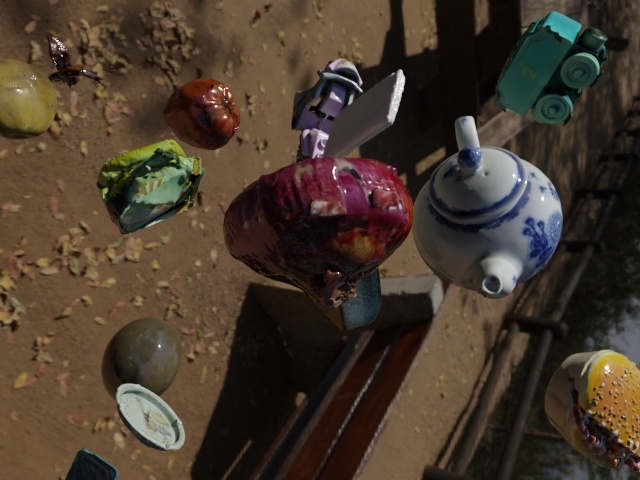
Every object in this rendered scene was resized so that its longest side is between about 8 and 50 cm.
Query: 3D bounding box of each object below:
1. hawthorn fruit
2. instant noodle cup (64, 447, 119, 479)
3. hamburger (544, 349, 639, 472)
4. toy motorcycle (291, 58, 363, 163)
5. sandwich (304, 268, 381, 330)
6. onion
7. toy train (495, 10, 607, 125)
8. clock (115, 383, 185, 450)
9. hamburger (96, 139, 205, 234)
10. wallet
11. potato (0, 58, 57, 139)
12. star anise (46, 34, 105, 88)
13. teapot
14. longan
[{"bbox_3d":[-0.286,-0.298,1.376,0.173,0.179,0.173,10,90,-87],"label":"hawthorn fruit"},{"bbox_3d":[-0.693,0.737,1.755,0.179,0.157,0.070,-66,157,0],"label":"instant noodle cup"},{"bbox_3d":[0.616,0.362,1.234,0.295,0.151,0.227,33,78,-25],"label":"hamburger"},{"bbox_3d":[0.012,-0.320,1.440,0.143,0.188,0.326,21,72,-23],"label":"toy motorcycle"},{"bbox_3d":[0.034,0.023,1.033,0.108,0.220,0.185,-9,126,-29],"label":"sandwich"},{"bbox_3d":[0.000,0.000,0.683,0.230,0.230,0.163,15,69,-57],"label":"onion"},{"bbox_3d":[0.441,-0.327,1.114,0.112,0.163,0.203,-50,168,-41],"label":"toy train"},{"bbox_3d":[-0.472,0.489,1.571,0.053,0.236,0.236,-49,141,1],"label":"clock"},{"bbox_3d":[-0.332,-0.120,1.132,0.214,0.125,0.235,-37,162,-18],"label":"hamburger"},{"bbox_3d":[0.071,-0.200,0.957,0.032,0.183,0.124,33,55,-24],"label":"wallet"},{"bbox_3d":[-0.562,-0.263,1.070,0.137,0.175,0.137,-20,140,-18],"label":"potato"},{"bbox_3d":[-0.686,-0.492,1.640,0.144,0.158,0.140,-35,158,-42],"label":"star anise"},{"bbox_3d":[0.276,-0.055,0.990,0.280,0.253,0.423,60,26,-45],"label":"teapot"},{"bbox_3d":[-0.588,0.392,1.895,0.243,0.300,0.300,42,54,-18],"label":"longan"}]
